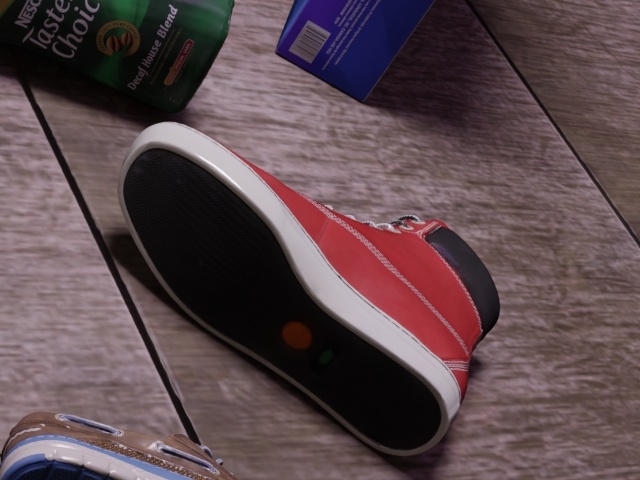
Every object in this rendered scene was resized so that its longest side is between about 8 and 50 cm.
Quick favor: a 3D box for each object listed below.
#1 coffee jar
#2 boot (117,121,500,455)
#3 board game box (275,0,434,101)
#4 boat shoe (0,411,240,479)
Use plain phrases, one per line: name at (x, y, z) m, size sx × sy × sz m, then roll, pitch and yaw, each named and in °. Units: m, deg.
coffee jar at (-0.154, -0.153, 1.074) m, size 0.184 × 0.096 × 0.079 m, roll 19°, pitch 34°, yaw -22°
boot at (0.000, 0.000, 1.035) m, size 0.244 × 0.088 × 0.176 m, roll 42°, pitch 33°, yaw -5°
board game box at (0.101, -0.299, 1.249) m, size 0.078 × 0.347 × 0.233 m, roll 29°, pitch 35°, yaw -10°
boat shoe at (-0.068, 0.127, 0.834) m, size 0.183 × 0.066 × 0.066 m, roll 28°, pitch 23°, yaw -21°
